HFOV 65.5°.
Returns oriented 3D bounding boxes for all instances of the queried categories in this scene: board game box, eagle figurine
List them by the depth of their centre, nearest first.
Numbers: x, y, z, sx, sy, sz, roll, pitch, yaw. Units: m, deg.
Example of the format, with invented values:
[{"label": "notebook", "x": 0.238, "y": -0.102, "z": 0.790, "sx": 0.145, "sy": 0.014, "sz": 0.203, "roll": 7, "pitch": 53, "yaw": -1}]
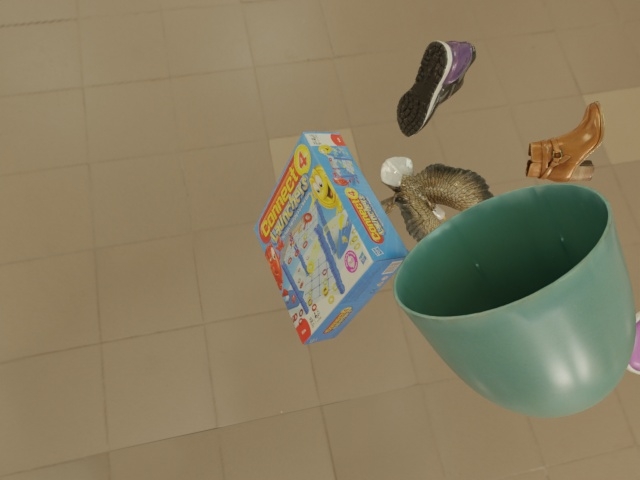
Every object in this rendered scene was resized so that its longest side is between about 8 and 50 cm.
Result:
[{"label": "board game box", "x": 0.000, "y": 0.000, "z": 0.988, "sx": 0.086, "sy": 0.308, "sz": 0.302, "roll": -6, "pitch": 56, "yaw": -34}, {"label": "eagle figurine", "x": 0.310, "y": -0.107, "z": 1.410, "sx": 0.225, "sy": 0.298, "sz": 0.226, "roll": -1, "pitch": 109, "yaw": -25}]

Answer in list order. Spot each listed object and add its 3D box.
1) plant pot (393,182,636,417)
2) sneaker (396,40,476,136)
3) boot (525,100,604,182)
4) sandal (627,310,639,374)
[{"label": "plant pot", "x": 0.285, "y": 0.099, "z": 0.694, "sx": 0.293, "sy": 0.293, "sz": 0.235, "roll": -37, "pitch": 108, "yaw": -15}, {"label": "sneaker", "x": 0.295, "y": -0.368, "z": 1.246, "sx": 0.124, "sy": 0.283, "sz": 0.107, "roll": -14, "pitch": 66, "yaw": -24}, {"label": "boot", "x": 0.579, "y": -0.232, "z": 1.185, "sx": 0.152, "sy": 0.073, "sz": 0.197, "roll": 5, "pitch": 110, "yaw": 11}, {"label": "sandal", "x": 0.905, "y": 0.243, "z": 1.216, "sx": 0.416, "sy": 0.102, "sz": 0.169, "roll": 1, "pitch": 87, "yaw": -22}]
